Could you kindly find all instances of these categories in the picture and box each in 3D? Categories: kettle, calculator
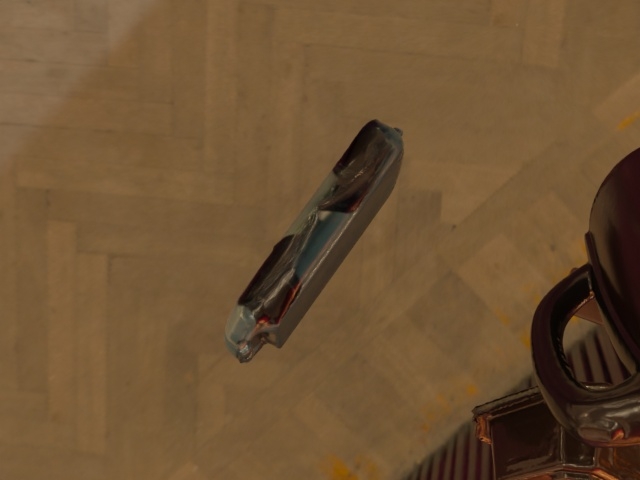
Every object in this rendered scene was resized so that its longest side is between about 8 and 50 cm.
[{"bbox_3d":[0.235,0.040,0.696,0.202,0.232,0.144,-12,113,14],"label":"kettle"},{"bbox_3d":[0.000,0.000,1.076,0.051,0.173,0.293,34,77,9],"label":"calculator"}]

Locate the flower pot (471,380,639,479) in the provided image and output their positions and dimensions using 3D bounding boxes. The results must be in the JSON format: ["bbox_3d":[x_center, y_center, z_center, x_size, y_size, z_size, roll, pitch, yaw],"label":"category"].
[{"bbox_3d":[0.271,0.231,1.028,0.250,0.084,0.179,29,144,-25],"label":"flower pot"}]

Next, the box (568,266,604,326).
[{"bbox_3d":[0.265,0.056,0.993,0.025,0.115,0.048,18,91,-19],"label":"box"}]
